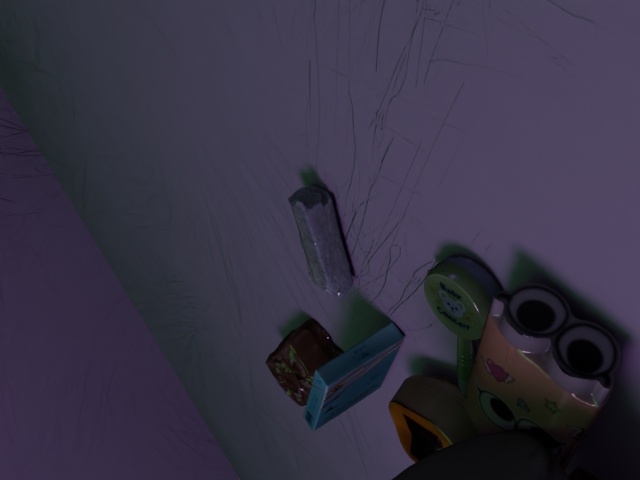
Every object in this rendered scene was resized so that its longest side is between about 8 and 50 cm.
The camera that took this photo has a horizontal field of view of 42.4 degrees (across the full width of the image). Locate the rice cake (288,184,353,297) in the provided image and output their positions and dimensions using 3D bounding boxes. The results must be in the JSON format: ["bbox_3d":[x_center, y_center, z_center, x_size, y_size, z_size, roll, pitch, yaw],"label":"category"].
[{"bbox_3d":[0.000,0.001,1.349,0.069,0.063,0.207,33,147,50],"label":"rice cake"}]

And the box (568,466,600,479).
[{"bbox_3d":[0.420,0.448,1.132,0.215,0.086,0.215,24,142,48],"label":"box"}]

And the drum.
[{"bbox_3d":[0.216,0.134,1.144,0.130,0.049,0.253,21,139,51],"label":"drum"}]

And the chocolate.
[{"bbox_3d":[-0.030,0.260,1.697,0.148,0.093,0.214,50,155,7],"label":"chocolate"}]

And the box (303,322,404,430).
[{"bbox_3d":[0.053,0.240,1.437,0.041,0.162,0.229,52,157,21],"label":"box"}]

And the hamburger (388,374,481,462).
[{"bbox_3d":[0.201,0.299,1.318,0.210,0.116,0.173,12,124,62],"label":"hamburger"}]

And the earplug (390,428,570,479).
[{"bbox_3d":[0.249,0.481,1.026,0.394,0.312,0.312,56,156,-8],"label":"earplug"}]

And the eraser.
[{"bbox_3d":[0.276,0.188,1.060,0.171,0.087,0.291,40,152,26],"label":"eraser"}]
